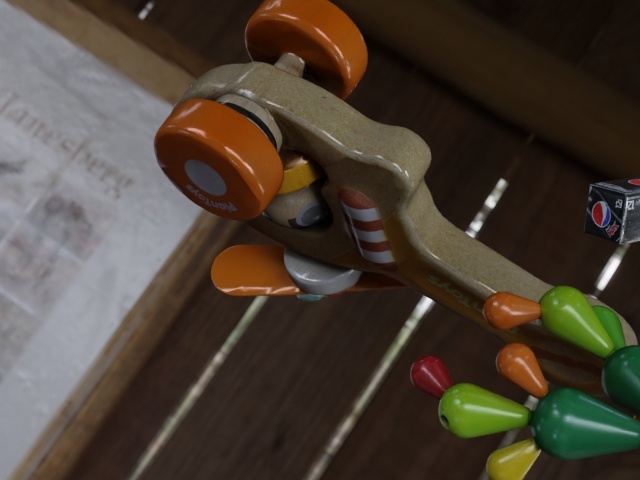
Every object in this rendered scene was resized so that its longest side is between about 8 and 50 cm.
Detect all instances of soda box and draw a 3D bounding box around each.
[{"bbox_3d":[0.368,-0.038,1.395,0.169,0.060,0.053,-8,21,-34],"label":"soda box"}]

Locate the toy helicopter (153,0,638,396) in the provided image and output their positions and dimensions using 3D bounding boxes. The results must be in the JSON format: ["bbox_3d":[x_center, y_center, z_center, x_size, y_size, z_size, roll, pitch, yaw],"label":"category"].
[{"bbox_3d":[0.049,0.007,0.873,0.355,0.140,0.235,32,-29,5],"label":"toy helicopter"}]

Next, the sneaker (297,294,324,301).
[{"bbox_3d":[0.000,0.000,1.055,0.038,0.098,0.069,0,-55,28],"label":"sneaker"}]

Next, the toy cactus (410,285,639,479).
[{"bbox_3d":[0.172,0.095,0.669,0.219,0.112,0.180,1,24,-18],"label":"toy cactus"}]
